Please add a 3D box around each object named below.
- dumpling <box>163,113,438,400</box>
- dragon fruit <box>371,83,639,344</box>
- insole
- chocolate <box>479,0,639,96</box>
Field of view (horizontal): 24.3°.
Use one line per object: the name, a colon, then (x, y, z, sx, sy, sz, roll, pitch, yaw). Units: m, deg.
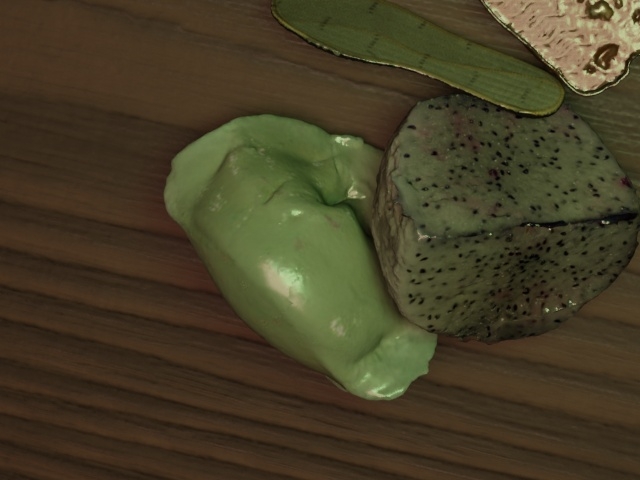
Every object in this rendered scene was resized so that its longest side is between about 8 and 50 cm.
dumpling: (-0.026, 0.015, 1.706, 0.212, 0.270, 0.320, -17, 125, 35)
dragon fruit: (0.183, -0.029, 1.654, 0.283, 0.221, 0.204, -7, 145, -17)
insole: (0.107, -0.216, 1.660, 0.348, 0.119, 0.009, 23, 138, 12)
chocolate: (0.275, -0.269, 1.634, 0.214, 0.093, 0.148, 44, 107, -1)
